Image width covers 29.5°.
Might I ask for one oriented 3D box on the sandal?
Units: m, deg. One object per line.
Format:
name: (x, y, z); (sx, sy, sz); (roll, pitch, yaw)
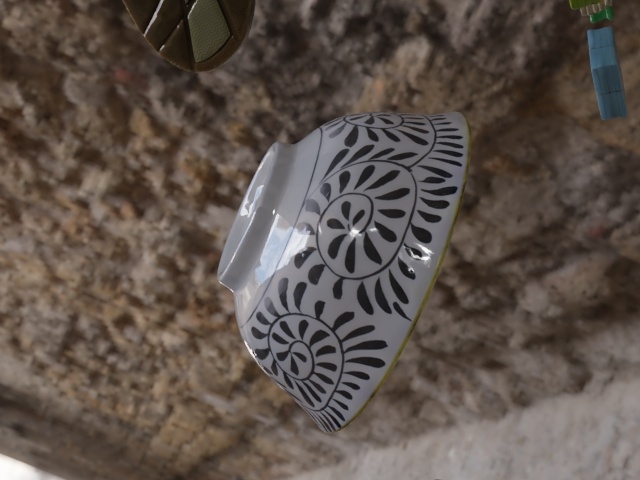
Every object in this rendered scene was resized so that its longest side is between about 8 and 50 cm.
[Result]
sandal: (-0.080, -0.168, 0.621); (0.072, 0.180, 0.049); (-36, -17, 22)

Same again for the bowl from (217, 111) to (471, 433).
bowl: (0.000, 0.000, 0.593); (0.170, 0.080, 0.170); (-157, 90, -80)

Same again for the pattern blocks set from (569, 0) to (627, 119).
pattern blocks set: (0.157, -0.250, 0.759); (0.325, 0.026, 0.285); (61, -154, -49)

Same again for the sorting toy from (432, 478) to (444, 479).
sorting toy: (0.090, 0.353, 0.860); (0.257, 0.089, 0.255); (-59, 30, 30)
